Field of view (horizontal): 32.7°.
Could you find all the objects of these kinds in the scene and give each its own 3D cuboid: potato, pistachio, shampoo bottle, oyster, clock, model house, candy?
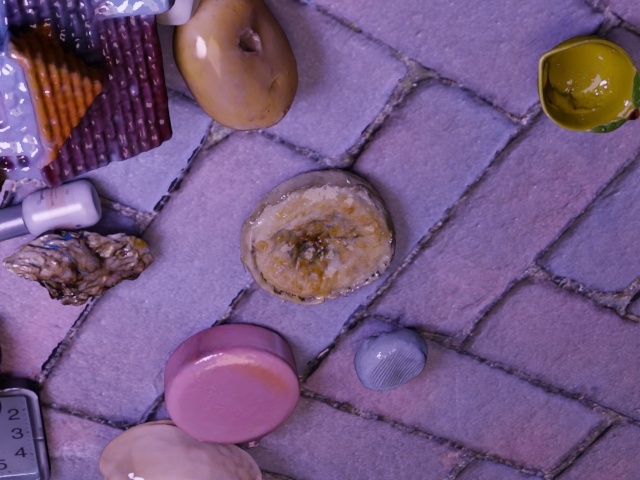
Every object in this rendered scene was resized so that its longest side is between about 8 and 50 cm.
[{"bbox_3d":[-0.123,-0.251,1.512,0.146,0.150,0.234,-12,132,23],"label":"potato"},{"bbox_3d":[-0.263,0.426,2.021,0.299,0.187,0.187,5,127,-24],"label":"pistachio"},{"bbox_3d":[-0.434,-0.038,1.662,0.192,0.074,0.074,-13,130,1],"label":"shampoo bottle"},{"bbox_3d":[-0.370,0.043,1.696,0.222,0.083,0.214,-10,164,-9],"label":"oyster"},{"bbox_3d":[-0.631,0.355,1.953,0.273,0.049,0.279,-4,129,-11],"label":"clock"},{"bbox_3d":[-0.340,-0.212,1.374,0.339,0.297,0.360,-4,128,-1],"label":"model house"},{"bbox_3d":[-0.157,0.264,1.956,0.255,0.094,0.255,-6,130,-8],"label":"candy"}]

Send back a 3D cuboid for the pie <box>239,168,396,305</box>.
[{"bbox_3d":[0.000,0.000,1.802,0.274,0.055,0.274,-6,129,-7],"label":"pie"}]

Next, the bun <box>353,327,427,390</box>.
[{"bbox_3d":[0.126,0.208,1.986,0.140,0.083,0.141,-12,138,-11],"label":"bun"}]

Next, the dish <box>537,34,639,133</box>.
[{"bbox_3d":[0.403,-0.249,1.675,0.207,0.080,0.149,27,115,-28],"label":"dish"}]

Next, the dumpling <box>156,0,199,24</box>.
[{"bbox_3d":[-0.178,-0.400,1.382,0.162,0.132,0.250,29,104,10],"label":"dumpling"}]
